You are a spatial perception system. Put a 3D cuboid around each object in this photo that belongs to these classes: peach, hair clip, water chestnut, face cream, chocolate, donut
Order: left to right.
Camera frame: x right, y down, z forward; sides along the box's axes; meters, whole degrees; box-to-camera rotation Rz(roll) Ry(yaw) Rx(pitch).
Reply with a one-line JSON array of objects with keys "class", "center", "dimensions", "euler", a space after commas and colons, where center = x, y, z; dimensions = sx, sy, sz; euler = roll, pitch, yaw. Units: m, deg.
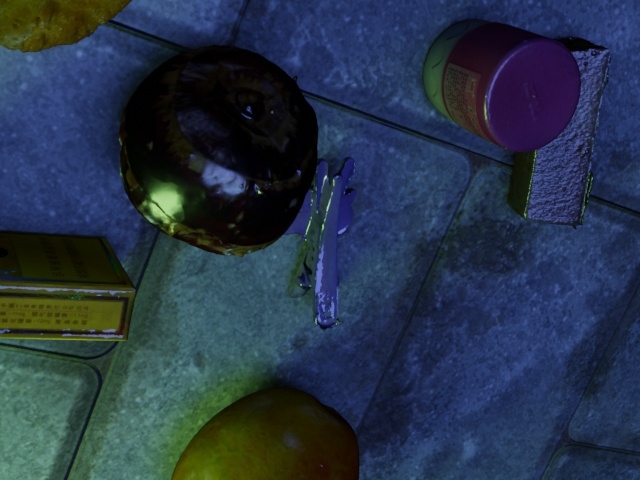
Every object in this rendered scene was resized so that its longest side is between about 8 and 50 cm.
[{"class": "donut", "center": [-0.314, -0.372, 1.089], "dimensions": [0.303, 0.110, 0.303], "euler": [-41, 159, -19]}, {"class": "water chestnut", "center": [-0.148, -0.110, 1.274], "dimensions": [0.300, 0.300, 0.300], "euler": [-10, 116, -21]}, {"class": "peach", "center": [-0.079, 0.393, 1.513], "dimensions": [0.332, 0.307, 0.308], "euler": [-45, 125, -21]}, {"class": "hair clip", "center": [-0.006, -0.001, 1.487], "dimensions": [0.137, 0.090, 0.279], "euler": [-4, 108, -23]}, {"class": "face cream", "center": [0.275, -0.244, 1.441], "dimensions": [0.175, 0.195, 0.175], "euler": [-10, 114, -22]}, {"class": "chocolate", "center": [0.397, -0.177, 1.585], "dimensions": [0.111, 0.112, 0.321], "euler": [-4, 114, -15]}]

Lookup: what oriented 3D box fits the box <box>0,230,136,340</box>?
[{"class": "box", "center": [-0.418, 0.054, 1.244], "dimensions": [0.301, 0.193, 0.084], "euler": [4, 109, -27]}]
